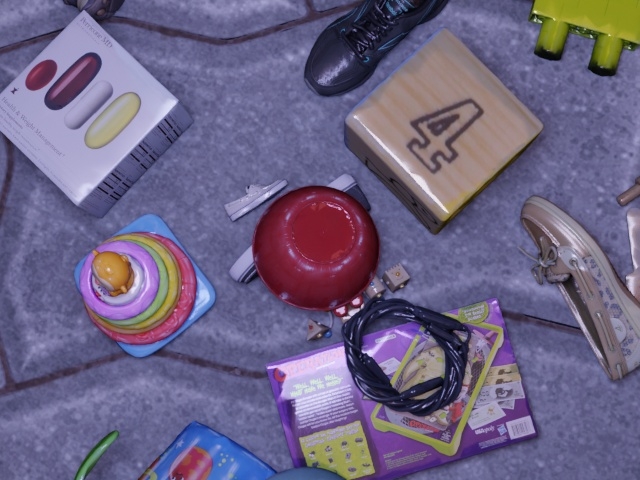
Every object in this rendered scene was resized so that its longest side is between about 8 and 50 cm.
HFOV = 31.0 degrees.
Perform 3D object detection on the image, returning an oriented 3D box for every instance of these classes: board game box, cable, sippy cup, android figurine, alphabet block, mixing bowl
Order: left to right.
[{"bbox_3d":[-0.167,0.378,1.556,0.240,0.305,0.224,20,69,44],"label":"sippy cup"},{"bbox_3d":[0.000,0.000,1.573,0.181,0.098,0.181,1,78,-6],"label":"mixing bowl"},{"bbox_3d":[0.114,0.227,1.646,0.347,0.056,0.208,-16,88,-1],"label":"board game box"},{"bbox_3d":[0.113,0.161,1.611,0.185,0.047,0.150,18,90,-4],"label":"cable"},{"bbox_3d":[0.166,-0.147,1.615,0.193,0.192,0.197,-44,86,-2],"label":"alphabet block"},{"bbox_3d":[0.413,-0.388,1.706,0.248,0.056,0.272,19,86,3],"label":"android figurine"}]

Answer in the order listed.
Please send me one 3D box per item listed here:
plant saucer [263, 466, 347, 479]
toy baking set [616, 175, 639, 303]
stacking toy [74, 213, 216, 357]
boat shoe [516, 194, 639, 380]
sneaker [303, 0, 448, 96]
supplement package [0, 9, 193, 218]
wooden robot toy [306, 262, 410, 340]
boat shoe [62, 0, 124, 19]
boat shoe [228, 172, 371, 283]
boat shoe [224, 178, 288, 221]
[{"bbox_3d":[-0.018,0.461,1.522,0.318,0.044,0.317,2,87,-40],"label":"plant saucer"},{"bbox_3d":[0.529,-0.024,1.674,0.256,0.030,0.196,-30,84,-2],"label":"toy baking set"},{"bbox_3d":[-0.259,0.055,1.541,0.166,0.302,0.175,-37,85,-3],"label":"stacking toy"},{"bbox_3d":[0.367,0.064,1.630,0.089,0.104,0.285,-37,85,-6],"label":"boat shoe"},{"bbox_3d":[0.079,-0.318,1.678,0.267,0.106,0.101,-43,86,-2],"label":"sneaker"},{"bbox_3d":[-0.326,-0.176,1.645,0.194,0.149,0.203,43,87,5],"label":"supplement package"},{"bbox_3d":[0.037,0.071,1.655,0.173,0.076,0.079,-32,73,-3],"label":"wooden robot toy"},{"bbox_3d":[-0.297,-0.503,1.691,0.130,0.132,0.355,26,84,3],"label":"boat shoe"},{"bbox_3d":[-0.025,-0.001,1.662,0.228,0.080,0.076,-38,83,-11],"label":"boat shoe"},{"bbox_3d":[-0.096,-0.067,1.688,0.100,0.035,0.035,-33,87,4],"label":"boat shoe"}]
